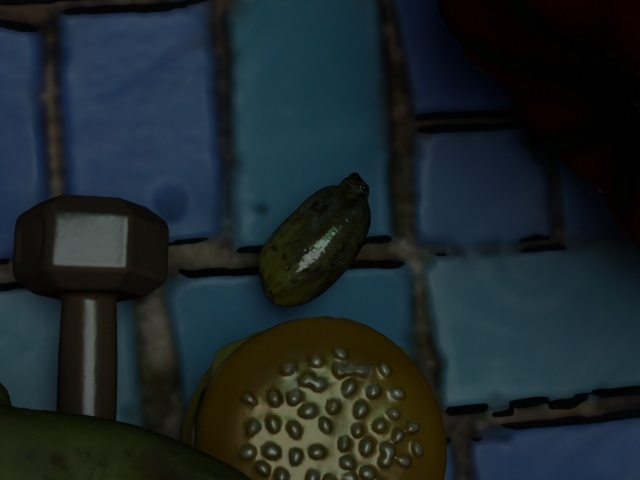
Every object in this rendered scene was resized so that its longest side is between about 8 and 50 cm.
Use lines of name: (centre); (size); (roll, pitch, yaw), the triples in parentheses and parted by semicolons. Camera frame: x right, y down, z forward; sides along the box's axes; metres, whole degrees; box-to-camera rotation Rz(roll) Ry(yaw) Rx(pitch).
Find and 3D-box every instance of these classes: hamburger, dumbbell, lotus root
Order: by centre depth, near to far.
hamburger: (-0.002, 0.122, 0.790); (0.162, 0.115, 0.162); (2, 80, -11)
dumbbell: (-0.137, 0.091, 0.790); (0.082, 0.092, 0.231); (8, 77, -36)
lotus root: (0.000, 0.000, 0.843); (0.049, 0.054, 0.099); (38, 76, 8)

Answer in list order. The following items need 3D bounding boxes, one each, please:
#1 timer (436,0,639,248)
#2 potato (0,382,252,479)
timer: (0.245, -0.146, 0.744); (0.378, 0.378, 0.279); (44, 85, 0)
potato: (-0.131, 0.178, 0.636); (0.351, 0.218, 0.202); (26, 42, 3)
